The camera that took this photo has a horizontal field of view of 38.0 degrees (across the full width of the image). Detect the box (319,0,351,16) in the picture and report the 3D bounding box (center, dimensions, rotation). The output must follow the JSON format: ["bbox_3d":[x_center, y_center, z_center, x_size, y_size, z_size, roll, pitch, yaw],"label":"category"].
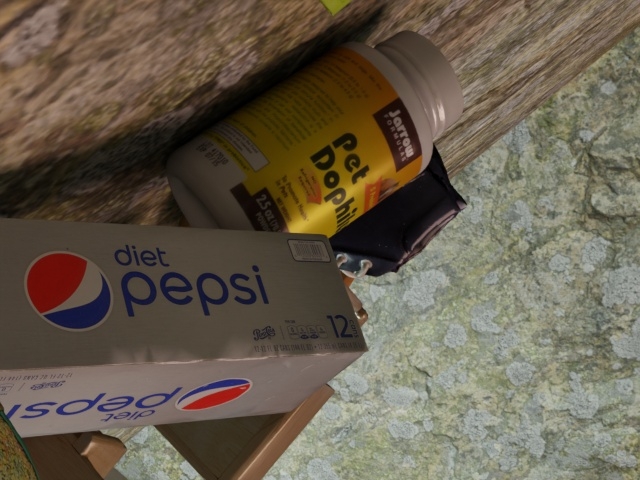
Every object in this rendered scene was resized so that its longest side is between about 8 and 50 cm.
[{"bbox_3d":[0.055,-0.189,0.448,0.178,0.042,0.109,-38,175,10],"label":"box"}]

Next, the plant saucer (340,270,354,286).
[{"bbox_3d":[-0.049,0.034,1.142,0.199,0.037,0.200,-17,-147,12],"label":"plant saucer"}]

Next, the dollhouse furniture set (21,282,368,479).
[{"bbox_3d":[-0.057,0.166,0.853,0.303,0.174,0.355,-49,154,-4],"label":"dollhouse furniture set"}]

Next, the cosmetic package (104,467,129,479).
[{"bbox_3d":[-0.397,0.397,1.068,0.385,0.217,0.156,-54,175,-6],"label":"cosmetic package"}]

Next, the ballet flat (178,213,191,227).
[{"bbox_3d":[-0.099,0.006,0.870,0.080,0.073,0.232,-36,154,-16],"label":"ballet flat"}]

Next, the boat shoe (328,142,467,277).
[{"bbox_3d":[0.000,0.000,1.020,0.340,0.158,0.127,-40,174,21],"label":"boat shoe"}]

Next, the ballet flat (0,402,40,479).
[{"bbox_3d":[-0.253,0.188,0.347,0.348,0.123,0.123,-39,174,-10],"label":"ballet flat"}]

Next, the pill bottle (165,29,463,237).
[{"bbox_3d":[0.001,-0.069,0.697,0.215,0.117,0.117,-36,174,-16],"label":"pill bottle"}]

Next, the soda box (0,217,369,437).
[{"bbox_3d":[-0.117,0.051,0.540,0.286,0.091,0.098,2,147,-39],"label":"soda box"}]
